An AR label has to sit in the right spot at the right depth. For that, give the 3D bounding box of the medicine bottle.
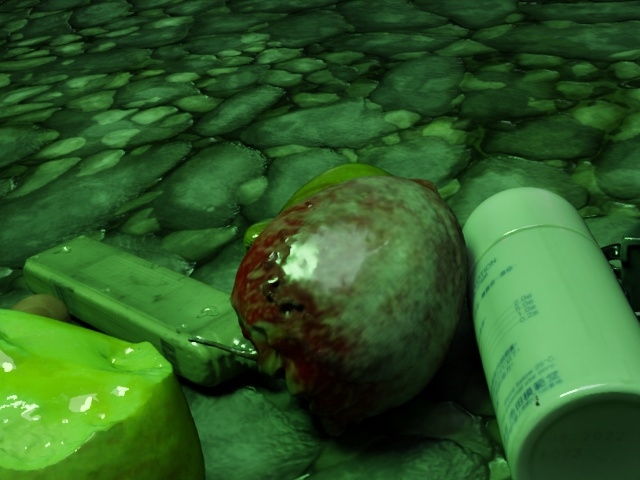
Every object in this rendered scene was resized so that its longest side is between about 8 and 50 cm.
[{"bbox_3d":[0.192,0.067,0.795,0.130,0.130,0.341,-9,28,4],"label":"medicine bottle"}]

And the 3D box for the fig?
[{"bbox_3d":[0.009,-0.013,0.988,0.186,0.148,0.142,14,77,14],"label":"fig"}]

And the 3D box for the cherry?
[{"bbox_3d":[0.036,0.035,0.823,0.192,0.175,0.249,33,62,11],"label":"cherry"}]

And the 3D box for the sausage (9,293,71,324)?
[{"bbox_3d":[-0.325,0.167,0.841,0.088,0.088,0.433,-2,30,15],"label":"sausage"}]

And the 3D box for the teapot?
[{"bbox_3d":[0.343,0.019,0.879,0.177,0.087,0.096,3,27,23],"label":"teapot"}]

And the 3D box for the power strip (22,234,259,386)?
[{"bbox_3d":[-0.182,0.070,0.994,0.092,0.066,0.387,-30,32,-35],"label":"power strip"}]

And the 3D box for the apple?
[{"bbox_3d":[-0.199,0.151,0.656,0.226,0.246,0.246,-15,29,-10],"label":"apple"}]
